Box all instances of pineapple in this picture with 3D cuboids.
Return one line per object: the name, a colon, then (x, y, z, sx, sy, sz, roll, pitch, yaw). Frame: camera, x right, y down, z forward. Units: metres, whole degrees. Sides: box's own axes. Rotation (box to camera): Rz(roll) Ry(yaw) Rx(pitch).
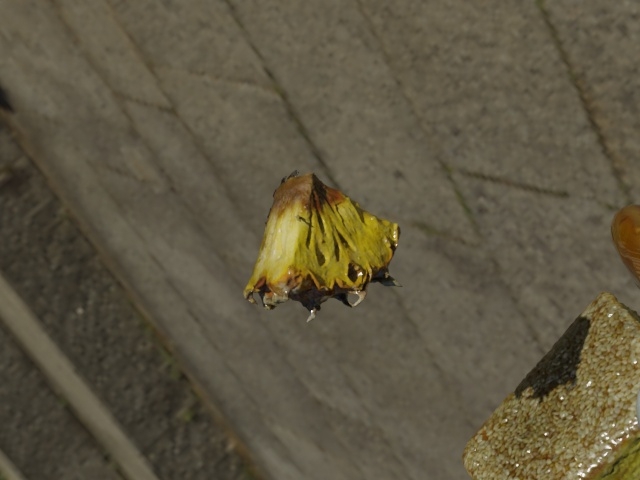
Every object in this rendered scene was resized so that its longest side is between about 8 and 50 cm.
pineapple: (0.000, 0.000, 1.069, 0.069, 0.137, 0.116, -25, 84, 49)

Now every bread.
bread: (0.262, 0.188, 1.322, 0.110, 0.234, 0.184, 38, -172, -26)

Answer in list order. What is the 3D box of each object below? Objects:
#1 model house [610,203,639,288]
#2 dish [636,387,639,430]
model house: (0.180, 0.009, 0.302, 0.199, 0.219, 0.229, -131, 41, -56)
dish: (0.238, 0.136, 0.531, 0.243, 0.080, 0.182, 19, 177, 24)
